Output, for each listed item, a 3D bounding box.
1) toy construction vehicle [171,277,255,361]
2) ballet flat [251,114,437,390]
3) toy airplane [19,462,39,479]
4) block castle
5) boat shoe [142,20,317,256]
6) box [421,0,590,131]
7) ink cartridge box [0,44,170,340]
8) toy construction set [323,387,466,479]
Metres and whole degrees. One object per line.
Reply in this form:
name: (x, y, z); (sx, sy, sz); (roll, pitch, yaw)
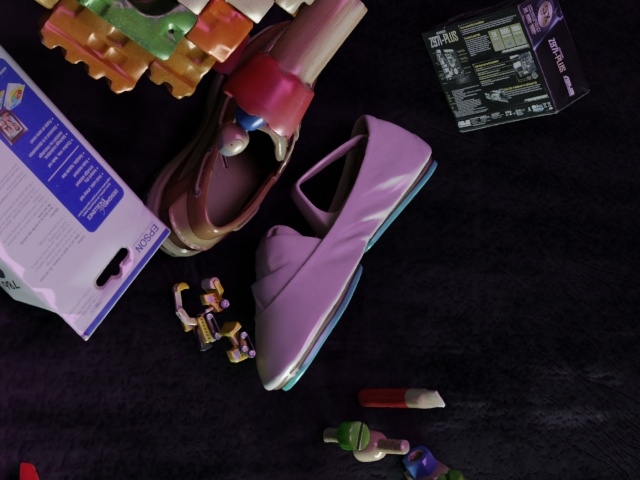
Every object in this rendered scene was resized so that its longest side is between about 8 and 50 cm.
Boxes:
toy construction vehicle: (-0.122, 0.091, 1.518); (0.035, 0.086, 0.098); (-30, 105, -31)
ballet flat: (0.000, 0.000, 1.619); (0.139, 0.139, 0.400); (51, 53, -23)
toy airplane: (-0.318, 0.262, 1.345); (0.151, 0.028, 0.151); (36, 33, -29)
block castle: (-0.200, -0.289, 1.354); (0.453, 0.303, 0.213); (34, 98, -32)
boat shoe: (-0.074, -0.116, 1.558); (0.122, 0.120, 0.324); (43, 60, -28)
box: (0.240, -0.233, 1.793); (0.077, 0.180, 0.147); (-32, 104, -36)
ink cartridge box: (-0.315, -0.064, 1.391); (0.333, 0.065, 0.165); (50, 57, -22)
toy construction set: (0.144, 0.326, 1.612); (0.257, 0.237, 0.309); (-16, 95, -40)
